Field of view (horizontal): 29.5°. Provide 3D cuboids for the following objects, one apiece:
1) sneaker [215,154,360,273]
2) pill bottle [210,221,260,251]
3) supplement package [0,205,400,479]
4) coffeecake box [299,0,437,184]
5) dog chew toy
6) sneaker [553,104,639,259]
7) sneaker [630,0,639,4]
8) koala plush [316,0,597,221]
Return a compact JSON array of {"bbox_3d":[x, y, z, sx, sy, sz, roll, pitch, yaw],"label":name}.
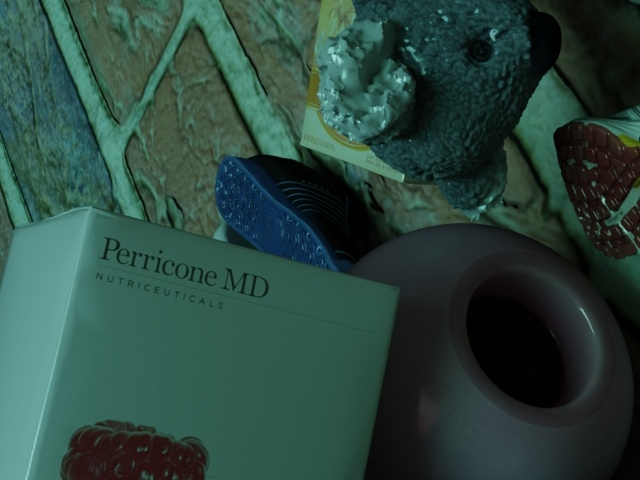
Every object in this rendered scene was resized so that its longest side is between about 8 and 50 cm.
[{"bbox_3d":[0.000,0.000,0.983,0.232,0.090,0.081,53,135,42],"label":"sneaker"},{"bbox_3d":[-0.095,0.070,1.090,0.169,0.094,0.094,-52,48,24],"label":"pill bottle"},{"bbox_3d":[-0.097,0.147,0.647,0.175,0.177,0.293,-7,70,65],"label":"supplement package"},{"bbox_3d":[0.060,-0.147,0.914,0.142,0.068,0.185,26,111,54],"label":"coffeecake box"},{"bbox_3d":[0.058,0.127,0.818,0.332,0.206,0.206,-50,51,54],"label":"dog chew toy"},{"bbox_3d":[0.212,-0.044,0.692,0.225,0.093,0.088,-2,108,70],"label":"sneaker"},{"bbox_3d":[0.242,-0.220,0.636,0.104,0.095,0.236,42,129,39],"label":"sneaker"},{"bbox_3d":[0.072,-0.133,0.716,0.203,0.196,0.221,-1,75,31],"label":"koala plush"}]
